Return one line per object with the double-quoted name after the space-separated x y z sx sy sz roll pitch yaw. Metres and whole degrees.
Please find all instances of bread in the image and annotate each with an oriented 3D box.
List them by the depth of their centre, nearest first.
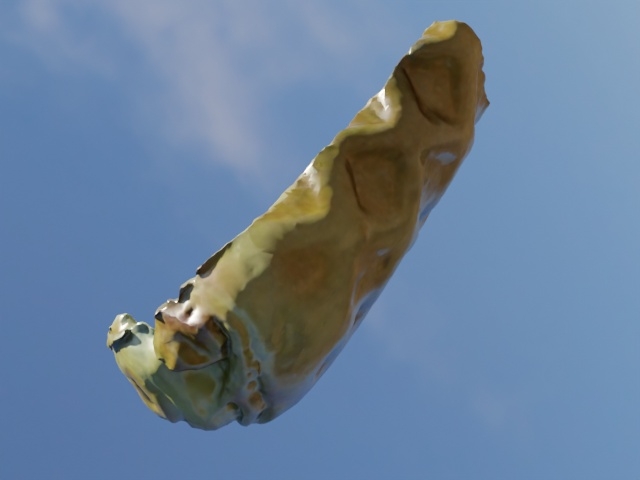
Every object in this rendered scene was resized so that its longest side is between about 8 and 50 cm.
0.000 0.000 0.930 0.088 0.128 0.232 44 -122 -2 "bread"
